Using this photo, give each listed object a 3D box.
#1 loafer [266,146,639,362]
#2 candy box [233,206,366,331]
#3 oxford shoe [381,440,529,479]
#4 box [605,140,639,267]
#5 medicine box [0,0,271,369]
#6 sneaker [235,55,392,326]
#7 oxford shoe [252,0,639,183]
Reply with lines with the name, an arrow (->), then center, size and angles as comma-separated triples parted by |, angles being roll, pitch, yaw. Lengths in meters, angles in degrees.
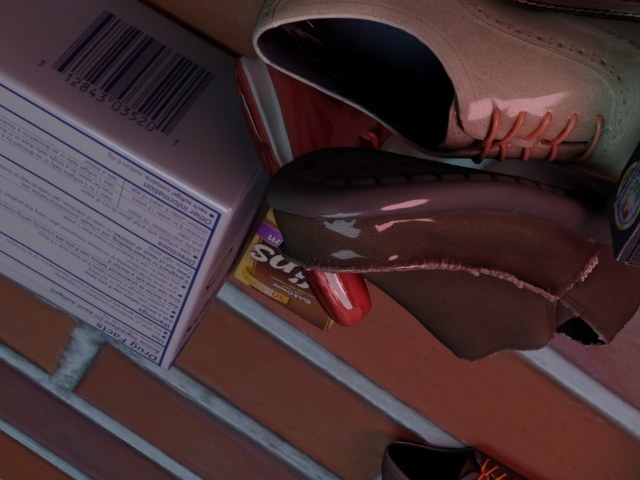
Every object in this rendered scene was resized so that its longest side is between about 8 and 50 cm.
loafer -> 0.116, 0.022, 0.741 | 0.366, 0.130, 0.134 | 8, -174, -41
candy box -> 0.000, 0.000, 1.022 | 0.109, 0.053, 0.186 | 31, 144, -1
oxford shoe -> 0.183, 0.281, 1.181 | 0.272, 0.097, 0.098 | 9, 132, 26
box -> 0.333, -0.051, 0.638 | 0.270, 0.060, 0.216 | 13, 133, -8
medicine box -> -0.191, -0.060, 1.005 | 0.264, 0.149, 0.289 | 30, 143, 1
sneaker -> 0.026, -0.055, 0.841 | 0.087, 0.128, 0.221 | 117, 133, -80
oxford shoe -> 0.142, -0.087, 0.748 | 0.397, 0.146, 0.140 | 22, 141, 11
